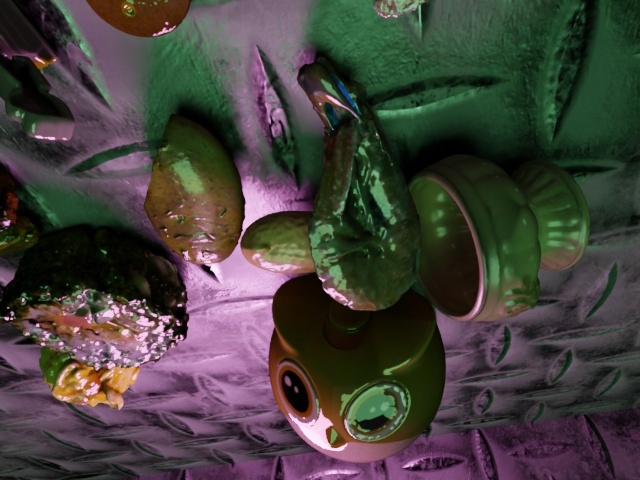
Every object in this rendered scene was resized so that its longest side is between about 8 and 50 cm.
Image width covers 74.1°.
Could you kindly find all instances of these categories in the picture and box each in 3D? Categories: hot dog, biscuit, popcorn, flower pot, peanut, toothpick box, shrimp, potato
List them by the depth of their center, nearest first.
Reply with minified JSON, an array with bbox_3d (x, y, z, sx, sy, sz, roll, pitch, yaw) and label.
[{"bbox_3d":[-0.269,-0.355,0.514,0.180,0.039,0.236,-35,132,27],"label":"biscuit"},{"bbox_3d":[0.055,-0.072,0.709,0.221,0.110,0.445,-29,114,-21],"label":"shrimp"},{"bbox_3d":[-0.224,-0.081,0.749,0.176,0.141,0.298,-3,129,-6],"label":"potato"},{"bbox_3d":[0.316,-0.015,0.775,0.244,0.307,0.307,-16,139,-11],"label":"flower pot"},{"bbox_3d":[-0.682,0.007,0.822,0.269,0.072,0.115,-13,174,-1],"label":"hot dog"},{"bbox_3d":[0.000,0.000,0.841,0.319,0.147,0.147,-5,139,-18],"label":"peanut"},{"bbox_3d":[0.079,0.277,0.973,0.410,0.408,0.425,-7,136,2],"label":"toothpick box"},{"bbox_3d":[-0.600,0.336,1.109,0.181,0.216,0.235,-37,141,25],"label":"popcorn"}]

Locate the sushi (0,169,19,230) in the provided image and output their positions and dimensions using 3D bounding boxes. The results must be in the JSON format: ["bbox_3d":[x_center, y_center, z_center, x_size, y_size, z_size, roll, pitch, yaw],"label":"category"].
[{"bbox_3d":[-0.652,-0.066,0.710,0.288,0.140,0.149,-6,145,-1],"label":"sushi"}]

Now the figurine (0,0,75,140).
[{"bbox_3d":[-0.468,-0.202,0.474,0.343,0.284,0.167,-3,136,-6],"label":"figurine"}]

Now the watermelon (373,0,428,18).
[{"bbox_3d":[0.162,-0.373,0.515,0.241,0.094,0.154,-30,126,28],"label":"watermelon"}]

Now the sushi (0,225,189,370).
[{"bbox_3d":[-0.461,0.136,0.931,0.294,0.178,0.352,-22,137,15],"label":"sushi"}]
